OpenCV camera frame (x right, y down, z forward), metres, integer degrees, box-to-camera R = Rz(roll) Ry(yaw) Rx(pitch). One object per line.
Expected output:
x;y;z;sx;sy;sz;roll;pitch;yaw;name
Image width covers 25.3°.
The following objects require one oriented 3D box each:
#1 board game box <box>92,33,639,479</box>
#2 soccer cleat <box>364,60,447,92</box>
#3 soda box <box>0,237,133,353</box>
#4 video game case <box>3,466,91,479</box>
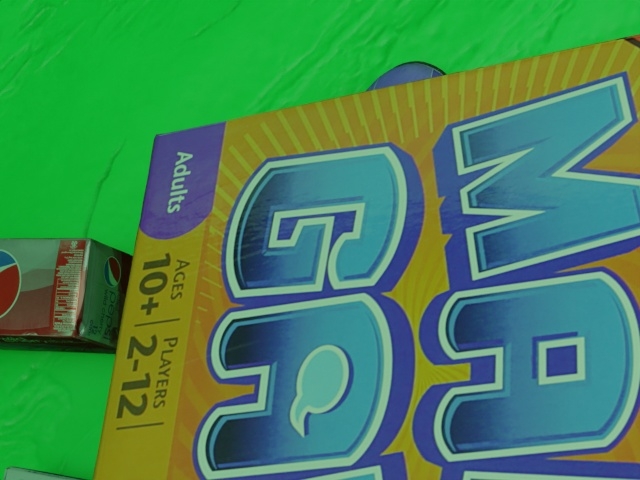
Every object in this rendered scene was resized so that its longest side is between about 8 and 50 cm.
0.118;0.149;0.798;0.356;0.356;0.356;-10;54;22;board game box
0.000;0.000;1.072;0.108;0.116;0.318;34;93;27;soccer cleat
-0.282;0.047;1.202;0.263;0.092;0.083;0;77;25;soda box
-0.142;0.316;1.090;0.269;0.061;0.244;6;78;26;video game case
